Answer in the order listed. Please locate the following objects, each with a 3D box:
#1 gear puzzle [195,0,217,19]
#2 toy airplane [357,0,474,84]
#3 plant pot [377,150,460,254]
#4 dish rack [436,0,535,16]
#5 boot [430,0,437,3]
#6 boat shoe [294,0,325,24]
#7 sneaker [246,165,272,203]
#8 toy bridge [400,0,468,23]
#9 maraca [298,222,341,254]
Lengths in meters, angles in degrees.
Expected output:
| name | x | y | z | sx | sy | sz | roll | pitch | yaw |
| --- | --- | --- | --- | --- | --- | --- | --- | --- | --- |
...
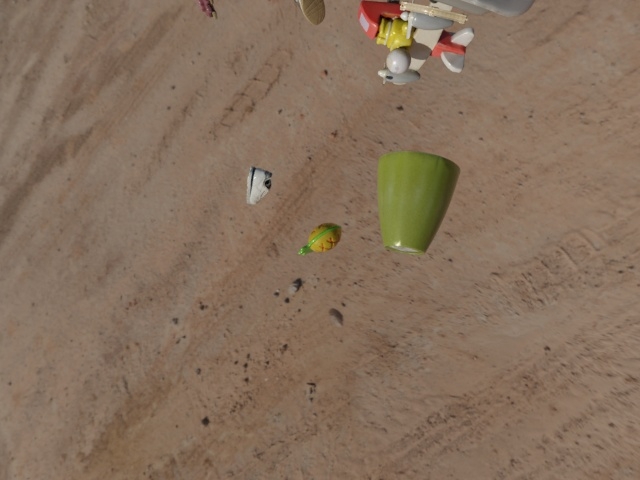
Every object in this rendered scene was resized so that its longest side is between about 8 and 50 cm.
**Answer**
| name | x | y | z | sx | sy | sz | roll | pitch | yaw |
| --- | --- | --- | --- | --- | --- | --- | --- | --- | --- |
| gear puzzle | -0.368 | -0.726 | 1.108 | 0.044 | 0.175 | 0.339 | -30 | 73 | -11 |
| toy airplane | 0.341 | -0.698 | 1.574 | 0.384 | 0.386 | 0.272 | 16 | 71 | 42 |
| plant pot | 0.302 | -0.109 | 1.467 | 0.275 | 0.275 | 0.293 | 8 | 81 | 28 |
| dish rack | 0.072 | -0.371 | 0.411 | 0.072 | 0.333 | 0.285 | 4 | 91 | 62 |
| boot | 0.320 | -0.623 | 0.915 | 0.161 | 0.246 | 0.083 | -35 | 87 | -14 |
| boat shoe | -0.072 | -1.028 | 1.817 | 0.103 | 0.285 | 0.092 | -38 | 54 | 9 |
| sneaker | -0.252 | -0.214 | 1.814 | 0.095 | 0.235 | 0.090 | 8 | 65 | -6 |
| toy bridge | 0.308 | -0.620 | 1.192 | 0.188 | 0.063 | 0.026 | 19 | 119 | 12 |
| maraca | 0.000 | 0.000 | 1.632 | 0.186 | 0.127 | 0.099 | -35 | 72 | 12 |
